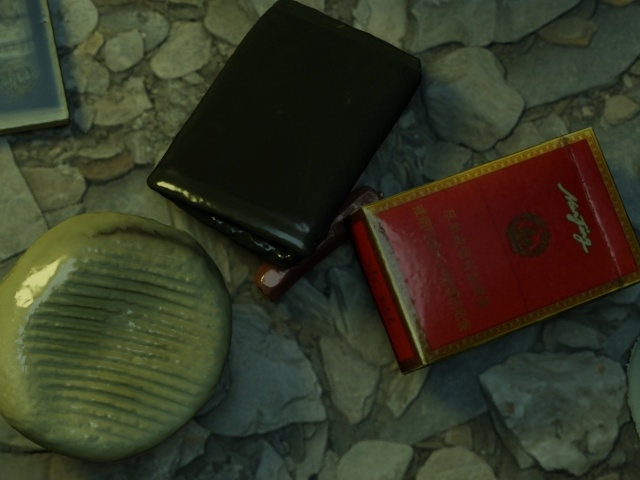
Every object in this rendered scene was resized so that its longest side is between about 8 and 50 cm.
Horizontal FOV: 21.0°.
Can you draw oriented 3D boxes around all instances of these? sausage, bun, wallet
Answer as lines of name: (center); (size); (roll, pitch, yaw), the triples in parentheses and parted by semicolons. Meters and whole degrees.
sausage: (0.000, 0.000, 1.548); (0.147, 0.035, 0.030); (-39, 125, -19)
bun: (-0.185, 0.079, 1.457); (0.222, 0.127, 0.222); (1, 89, -30)
wallet: (-0.027, -0.102, 1.557); (0.168, 0.052, 0.245); (27, 63, 11)

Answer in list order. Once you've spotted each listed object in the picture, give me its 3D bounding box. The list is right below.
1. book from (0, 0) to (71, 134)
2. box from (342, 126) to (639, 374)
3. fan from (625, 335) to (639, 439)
book: (-0.365, -0.239, 1.559); (0.228, 0.018, 0.322); (-9, 77, -11)
box: (0.158, 0.007, 1.541); (0.240, 0.074, 0.153); (-20, 81, -18)
fan: (0.351, 0.075, 1.599); (0.190, 0.009, 0.329); (-17, 81, -12)
